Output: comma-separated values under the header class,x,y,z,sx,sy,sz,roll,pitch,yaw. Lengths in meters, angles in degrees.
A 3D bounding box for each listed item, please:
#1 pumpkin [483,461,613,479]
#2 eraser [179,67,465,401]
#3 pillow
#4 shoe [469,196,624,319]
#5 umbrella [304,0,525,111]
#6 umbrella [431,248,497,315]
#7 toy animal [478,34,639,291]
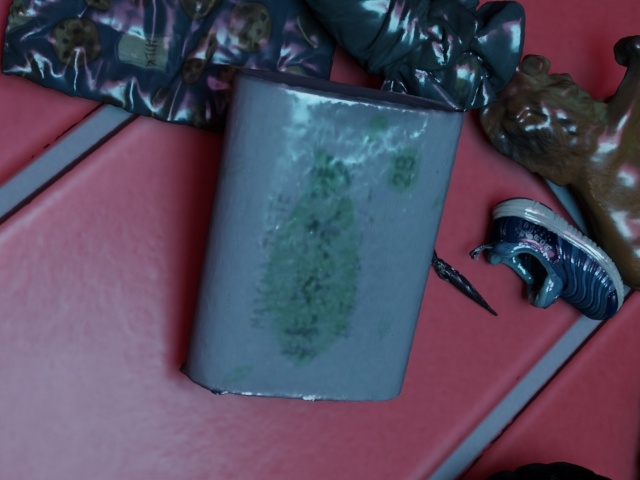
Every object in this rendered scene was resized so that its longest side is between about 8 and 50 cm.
class,x,y,z,sx,sy,sz,roll,pitch,yaw
pumpkin,0.179,0.272,0.868,0.202,0.140,0.202,0,96,-4
eraser,0.000,0.000,0.806,0.174,0.081,0.227,6,106,-20
pillow,-0.102,-0.179,0.843,0.256,0.034,0.189,14,78,-23
shoe,0.198,0.026,0.937,0.143,0.064,0.071,38,72,-13
umbrella,0.013,-0.222,0.829,0.349,0.094,0.143,48,72,-18
umbrella,0.106,0.027,0.926,0.122,0.013,0.022,45,50,-12
toy animal,0.256,-0.054,0.963,0.157,0.097,0.312,-37,102,-11
